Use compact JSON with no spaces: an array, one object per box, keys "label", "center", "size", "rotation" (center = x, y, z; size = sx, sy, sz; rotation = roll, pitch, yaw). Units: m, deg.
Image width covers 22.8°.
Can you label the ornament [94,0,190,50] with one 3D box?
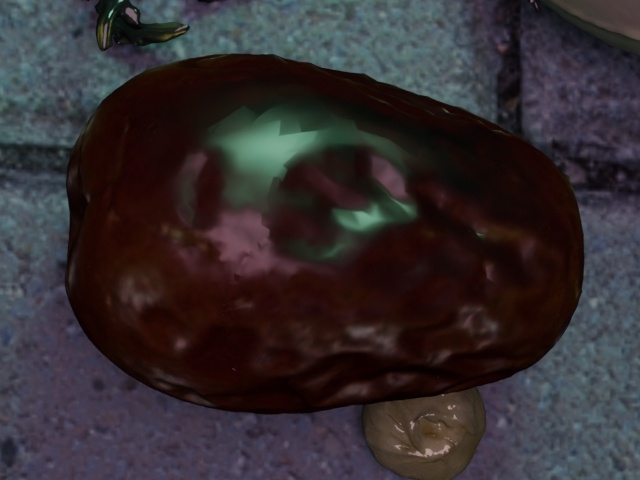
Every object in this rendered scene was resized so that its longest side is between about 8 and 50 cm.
[{"label":"ornament","center":[-0.195,-0.208,1.039],"size":[0.202,0.080,0.236],"rotation":[-35,91,-9]}]

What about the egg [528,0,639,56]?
[{"label":"egg","center":[0.260,-0.279,0.993],"size":[0.337,0.201,0.337],"rotation":[-2,74,5]}]

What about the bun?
[{"label":"bun","center":[0.070,0.120,1.059],"size":[0.086,0.055,0.086],"rotation":[0,88,-4]}]

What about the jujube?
[{"label":"jujube","center":[0.000,0.000,0.990],"size":[0.318,0.223,0.223],"rotation":[6,87,-13]}]

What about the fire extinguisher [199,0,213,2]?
[{"label":"fire extinguisher","center":[-0.047,-0.185,1.080],"size":[0.083,0.025,0.038],"rotation":[-22,127,-6]}]
